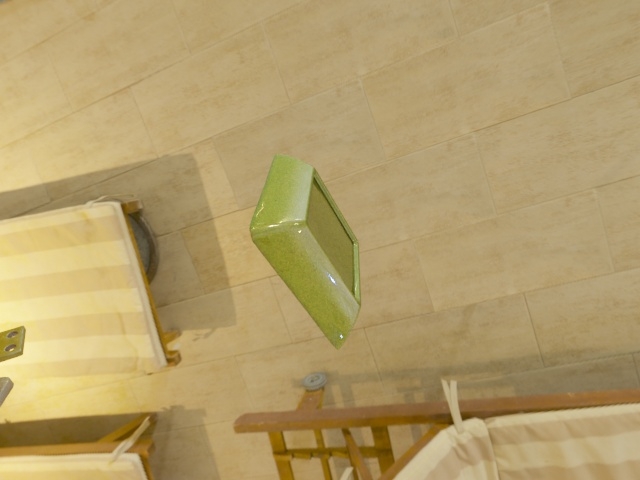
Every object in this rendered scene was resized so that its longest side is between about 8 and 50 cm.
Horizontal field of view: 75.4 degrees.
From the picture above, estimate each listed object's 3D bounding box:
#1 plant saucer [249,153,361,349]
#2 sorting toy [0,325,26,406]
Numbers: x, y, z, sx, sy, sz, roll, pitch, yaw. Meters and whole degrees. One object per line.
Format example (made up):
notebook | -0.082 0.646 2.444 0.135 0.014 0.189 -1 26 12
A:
plant saucer | 0.000 0.000 0.498 0.045 0.188 0.188 -23 121 19
sorting toy | -0.380 0.166 0.371 0.133 0.274 0.046 -3 123 -2
